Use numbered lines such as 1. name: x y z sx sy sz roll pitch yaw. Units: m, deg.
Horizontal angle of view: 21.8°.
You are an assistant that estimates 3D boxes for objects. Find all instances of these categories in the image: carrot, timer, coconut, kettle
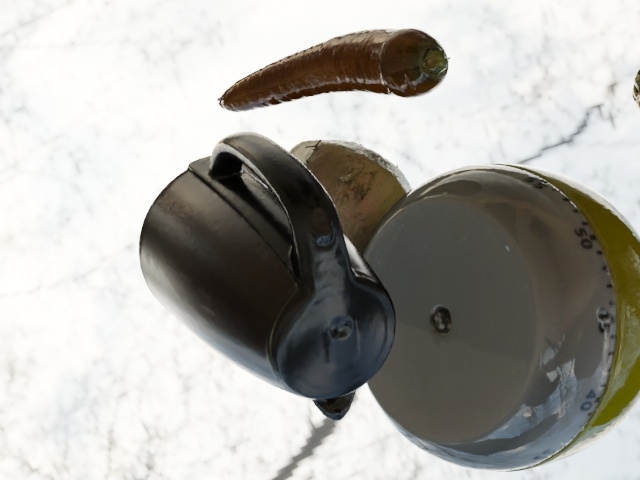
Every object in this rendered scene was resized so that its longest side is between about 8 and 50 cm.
1. carrot: 0.013 -0.149 1.458 0.062 0.066 0.271 -2 -177 -44
2. timer: 0.190 0.065 1.447 0.285 0.285 0.285 -16 -146 11
3. coconut: 0.000 0.000 1.538 0.171 0.171 0.183 8 -130 38
4. kettle: -0.033 0.014 1.275 0.144 0.202 0.232 -13 -156 -24

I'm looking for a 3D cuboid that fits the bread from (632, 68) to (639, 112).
1. bread: 0.418 -0.076 1.523 0.077 0.367 0.084 -39 -138 33
